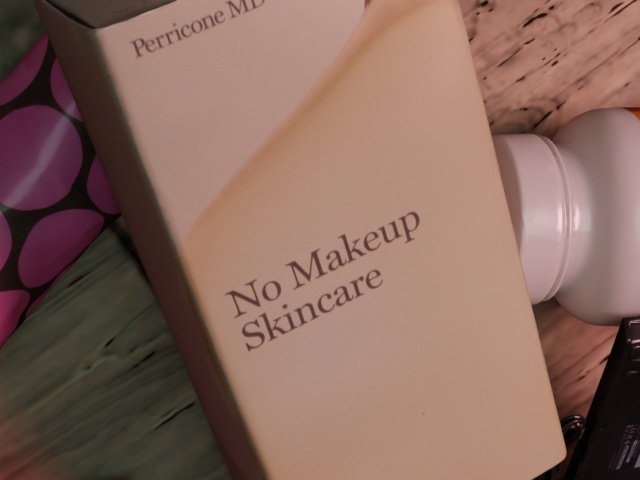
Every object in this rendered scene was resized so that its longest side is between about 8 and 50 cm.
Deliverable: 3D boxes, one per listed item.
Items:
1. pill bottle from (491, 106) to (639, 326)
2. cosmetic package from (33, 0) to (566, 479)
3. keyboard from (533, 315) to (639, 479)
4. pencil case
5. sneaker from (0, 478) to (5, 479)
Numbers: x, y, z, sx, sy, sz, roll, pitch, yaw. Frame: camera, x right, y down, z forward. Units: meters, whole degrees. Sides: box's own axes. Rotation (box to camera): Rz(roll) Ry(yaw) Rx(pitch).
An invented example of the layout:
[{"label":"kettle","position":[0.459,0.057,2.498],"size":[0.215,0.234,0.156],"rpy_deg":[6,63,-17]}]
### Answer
[{"label":"pill bottle","position":[0.196,-0.013,0.675],"size":[0.216,0.121,0.121],"rpy_deg":[-1,96,-12]},{"label":"cosmetic package","position":[0.000,0.000,0.588],"size":[0.160,0.113,0.309],"rpy_deg":[-27,121,-14]},{"label":"keyboard","position":[0.166,0.109,0.685],"size":[0.108,0.023,0.180],"rpy_deg":[-6,132,-16]},{"label":"pencil case","position":[-0.145,-0.021,0.624],"size":[0.209,0.098,0.095],"rpy_deg":[-47,63,-3]},{"label":"sneaker","position":[-0.211,0.150,0.623],"size":[0.252,0.111,0.103],"rpy_deg":[55,50,-23]}]
